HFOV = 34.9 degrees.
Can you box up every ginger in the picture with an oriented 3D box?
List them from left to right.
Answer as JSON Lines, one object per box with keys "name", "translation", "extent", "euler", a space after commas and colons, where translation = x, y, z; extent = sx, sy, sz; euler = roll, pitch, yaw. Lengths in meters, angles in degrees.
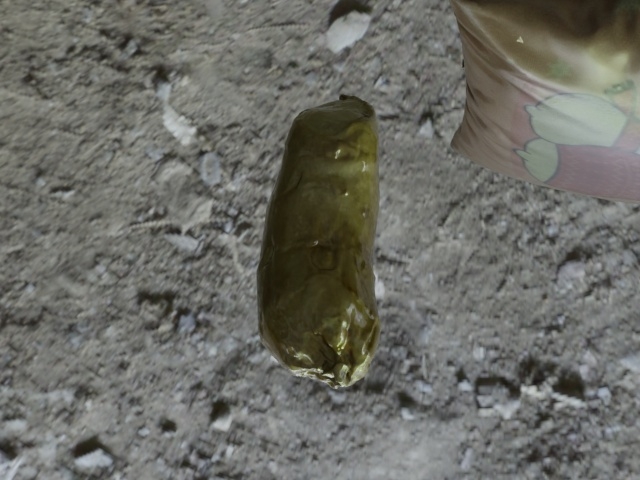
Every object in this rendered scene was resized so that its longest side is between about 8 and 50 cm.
{"name": "ginger", "translation": [0.002, -0.001, 0.595], "extent": [0.068, 0.190, 0.095], "euler": [19, 148, -27]}

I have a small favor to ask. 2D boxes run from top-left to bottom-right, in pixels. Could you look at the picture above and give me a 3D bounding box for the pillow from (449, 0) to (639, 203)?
{"name": "pillow", "translation": [0.175, -0.077, 0.545], "extent": [0.223, 0.236, 0.084], "euler": [9, 70, 13]}
